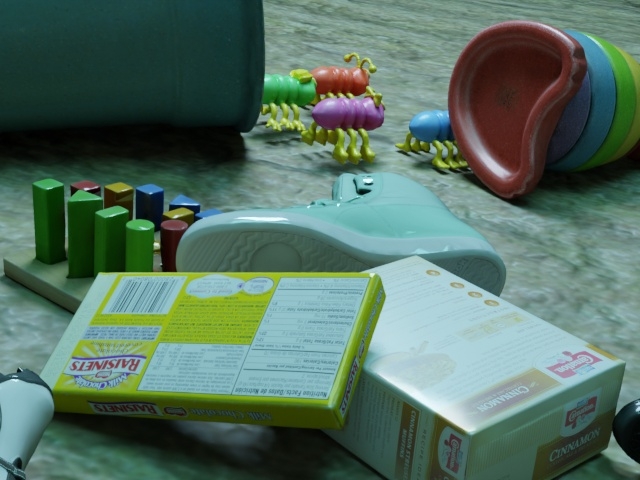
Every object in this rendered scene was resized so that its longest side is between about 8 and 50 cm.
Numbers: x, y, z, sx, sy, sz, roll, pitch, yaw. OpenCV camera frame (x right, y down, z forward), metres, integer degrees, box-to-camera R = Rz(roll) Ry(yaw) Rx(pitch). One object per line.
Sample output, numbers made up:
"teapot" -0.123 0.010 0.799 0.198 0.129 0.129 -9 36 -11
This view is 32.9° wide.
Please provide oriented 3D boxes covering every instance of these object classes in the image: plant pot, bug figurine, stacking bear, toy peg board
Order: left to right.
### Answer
"plant pot" -0.263 -0.256 1.145 0.334 0.341 0.341 -11 26 -14
"toy peg board" -0.137 -0.005 0.852 0.161 0.079 0.160 23 29 35
"bug figurine" 0.040 -0.154 1.234 0.216 0.072 0.279 -8 26 -38
"stacking bear" 0.297 -0.147 1.191 0.289 0.175 0.164 0 31 -36

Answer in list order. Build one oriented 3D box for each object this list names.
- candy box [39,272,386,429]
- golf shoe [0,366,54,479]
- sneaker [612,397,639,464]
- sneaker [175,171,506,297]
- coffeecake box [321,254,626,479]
"candy box" -0.069 0.063 0.667 0.205 0.027 0.105 0 46 24
"golf shoe" -0.169 0.140 0.532 0.093 0.077 0.198 20 32 8
"sneaker" 0.254 0.108 0.708 0.170 0.051 0.089 4 23 -14
"sneaker" 0.000 0.000 0.847 0.255 0.094 0.151 4 26 -23
"coffeecake box" 0.073 0.086 0.694 0.142 0.068 0.185 -15 30 -37
